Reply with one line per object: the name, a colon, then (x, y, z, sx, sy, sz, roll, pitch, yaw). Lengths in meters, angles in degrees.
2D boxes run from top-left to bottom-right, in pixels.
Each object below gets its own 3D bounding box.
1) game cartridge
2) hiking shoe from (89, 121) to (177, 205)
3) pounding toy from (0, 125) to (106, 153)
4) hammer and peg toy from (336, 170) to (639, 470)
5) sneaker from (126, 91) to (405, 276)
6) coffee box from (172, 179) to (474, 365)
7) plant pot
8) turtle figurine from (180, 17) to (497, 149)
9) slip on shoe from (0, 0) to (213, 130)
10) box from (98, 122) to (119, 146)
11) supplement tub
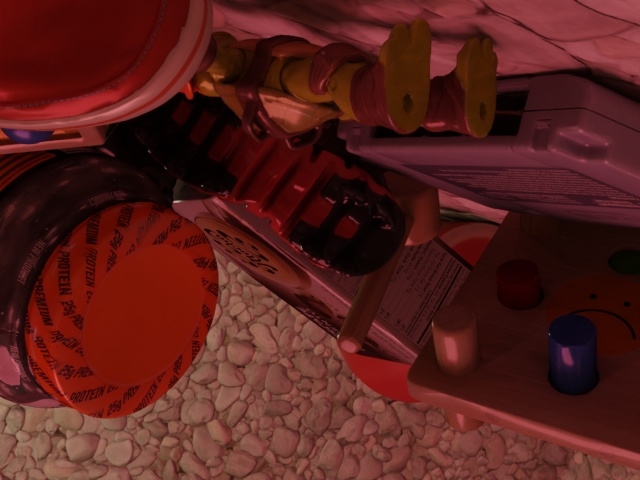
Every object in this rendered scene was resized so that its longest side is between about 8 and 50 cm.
game cartridge: (0.163, -0.058, 0.773, 0.198, 0.062, 0.297, 13, 178, -28)
hiking shoe: (-0.213, -0.128, 1.011, 0.086, 0.114, 0.227, -16, 130, 29)
pounding toy: (-0.233, -0.095, 0.697, 0.181, 0.094, 0.206, -5, 155, 4)
hammer and peg toy: (0.187, 0.065, 0.917, 0.361, 0.266, 0.127, 13, 136, 27)
sneaker: (-0.050, -0.082, 0.894, 0.276, 0.098, 0.135, 34, -158, -15)
coffee box: (0.000, 0.000, 1.100, 0.297, 0.119, 0.168, 38, 163, -23)
plant pot: (0.178, 0.090, 1.512, 0.274, 0.275, 0.243, 17, 166, -16)
turtle figurine: (-0.021, -0.100, 0.636, 0.217, 0.087, 0.269, 13, 175, 41)
slip on shoe: (-0.215, -0.138, 0.535, 0.331, 0.123, 0.101, 18, 176, 8)
box: (-0.258, -0.151, 0.824, 0.207, 0.036, 0.114, 19, -145, -40)
supplement tub: (-0.258, 0.005, 0.880, 0.338, 0.207, 0.207, 23, -179, 35)
